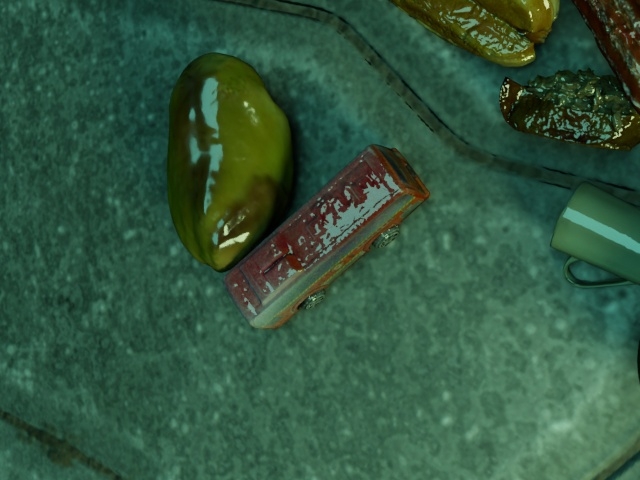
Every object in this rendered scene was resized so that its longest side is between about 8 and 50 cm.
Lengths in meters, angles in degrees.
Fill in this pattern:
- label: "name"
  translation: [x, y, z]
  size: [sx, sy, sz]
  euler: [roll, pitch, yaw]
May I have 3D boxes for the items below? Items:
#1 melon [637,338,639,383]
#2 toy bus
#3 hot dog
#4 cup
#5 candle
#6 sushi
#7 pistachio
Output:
- label: "melon"
  translation: [0.272, 0.067, 0.494]
  size: [0.114, 0.114, 0.167]
  euler: [31, 99, 23]
- label: "toy bus"
  translation: [0.000, 0.000, 0.645]
  size: [0.192, 0.077, 0.065]
  euler: [-42, 70, 17]
- label: "hot dog"
  translation: [0.088, -0.225, 0.615]
  size: [0.235, 0.062, 0.092]
  euler: [42, 140, 18]
- label: "cup"
  translation: [0.213, 0.007, 0.558]
  size: [0.083, 0.054, 0.075]
  euler: [29, 99, 21]
- label: "candle"
  translation: [0.183, -0.228, 0.565]
  size: [0.048, 0.051, 0.329]
  euler: [-22, 70, 7]
- label: "sushi"
  translation: [0.199, -0.100, 0.572]
  size: [0.120, 0.052, 0.055]
  euler: [17, 111, 27]
- label: "pistachio"
  translation: [-0.085, -0.068, 0.680]
  size: [0.110, 0.100, 0.189]
  euler: [1, 98, 47]
